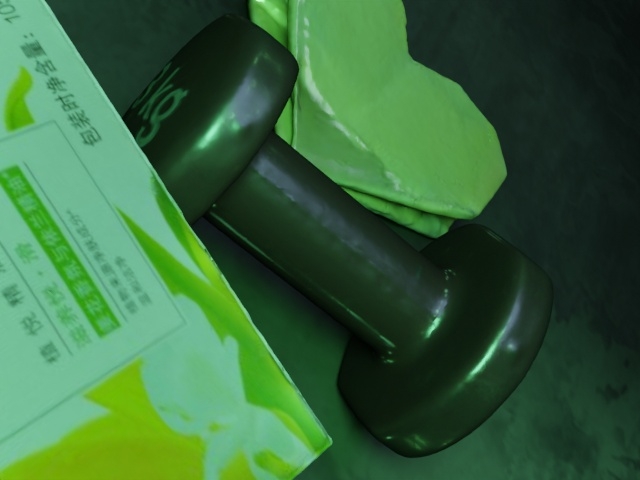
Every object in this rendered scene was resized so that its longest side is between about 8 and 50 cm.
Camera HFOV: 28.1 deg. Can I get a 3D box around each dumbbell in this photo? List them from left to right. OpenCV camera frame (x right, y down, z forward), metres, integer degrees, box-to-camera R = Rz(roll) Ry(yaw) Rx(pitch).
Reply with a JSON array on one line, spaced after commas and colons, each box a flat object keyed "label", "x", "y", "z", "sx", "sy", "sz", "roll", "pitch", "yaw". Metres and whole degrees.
[{"label": "dumbbell", "x": 0.000, "y": 0.000, "z": 0.647, "sx": 0.225, "sy": 0.124, "sz": 0.140, "roll": 39, "pitch": 4, "yaw": -23}]

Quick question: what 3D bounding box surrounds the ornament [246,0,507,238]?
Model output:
[{"label": "ornament", "x": 0.025, "y": -0.081, "z": 0.796, "sx": 0.201, "sy": 0.059, "sz": 0.180, "roll": 53, "pitch": 42, "yaw": -8}]

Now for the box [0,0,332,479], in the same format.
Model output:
[{"label": "box", "x": -0.144, "y": 0.034, "z": 0.497, "sx": 0.260, "sy": 0.111, "sz": 0.194, "roll": 58, "pitch": 39, "yaw": -2}]
